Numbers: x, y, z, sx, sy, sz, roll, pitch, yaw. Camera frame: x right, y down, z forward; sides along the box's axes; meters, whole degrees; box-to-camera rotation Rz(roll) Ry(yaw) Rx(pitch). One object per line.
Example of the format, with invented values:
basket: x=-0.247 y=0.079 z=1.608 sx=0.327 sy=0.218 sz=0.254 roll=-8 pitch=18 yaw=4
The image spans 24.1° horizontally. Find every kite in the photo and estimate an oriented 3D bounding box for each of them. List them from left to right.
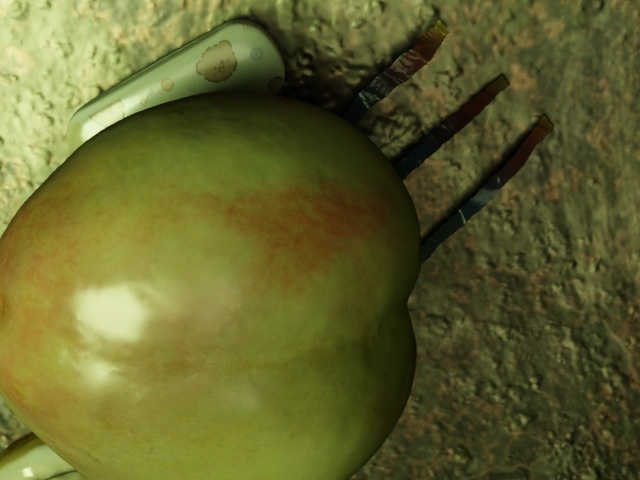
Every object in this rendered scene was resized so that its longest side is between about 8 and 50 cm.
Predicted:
kite: x=0.000 y=0.001 z=1.102 sx=0.204 sy=0.022 sz=0.360 roll=39 pitch=107 yaw=-15

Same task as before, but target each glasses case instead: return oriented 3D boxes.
glasses case: x=-0.102 y=-0.096 z=1.049 sx=0.164 sy=0.041 sz=0.063 roll=-27 pitch=112 yaw=10

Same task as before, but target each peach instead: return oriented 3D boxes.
peach: x=-0.073 y=0.046 z=0.975 sx=0.292 sy=0.247 sz=0.292 roll=-16 pitch=133 yaw=-18

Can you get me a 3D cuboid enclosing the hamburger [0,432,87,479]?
hamburger: x=-0.149 y=0.294 z=1.128 sx=0.302 sy=0.186 sz=0.261 roll=24 pitch=110 yaw=-12
